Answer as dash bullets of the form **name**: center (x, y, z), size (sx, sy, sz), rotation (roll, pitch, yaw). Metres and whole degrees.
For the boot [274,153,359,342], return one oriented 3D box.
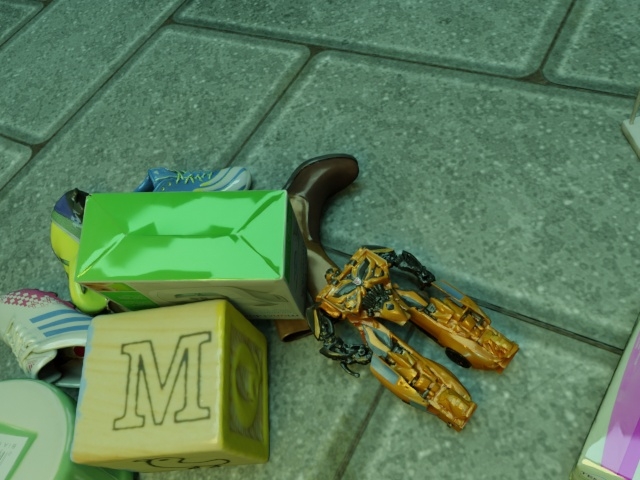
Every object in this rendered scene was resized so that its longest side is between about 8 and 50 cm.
- **boot**: center (0.000, 0.000, 0.940), size (0.264, 0.096, 0.280), rotation (-25, 56, -11)

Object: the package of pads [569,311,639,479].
- **package of pads**: center (0.468, 0.205, 0.658), size (0.229, 0.101, 0.296), rotation (23, 65, 28)

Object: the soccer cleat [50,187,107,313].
- **soccer cleat**: center (-0.456, 0.030, 1.063), size (0.121, 0.093, 0.289), rotation (-41, 54, 24)

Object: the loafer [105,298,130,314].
- **loafer**: center (-0.253, 0.114, 0.925), size (0.251, 0.094, 0.087), rotation (1, 52, 16)

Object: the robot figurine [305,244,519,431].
- **robot figurine**: center (0.120, 0.120, 0.803), size (0.291, 0.085, 0.211), rotation (35, 70, 20)

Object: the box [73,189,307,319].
- **box**: center (-0.160, 0.028, 0.786), size (0.262, 0.231, 0.126), rotation (-1, 69, 4)

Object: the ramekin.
- **ramekin**: center (-0.428, 0.337, 0.753), size (0.304, 0.148, 0.303), rotation (-8, 44, 8)

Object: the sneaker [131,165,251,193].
- **sneaker**: center (-0.250, -0.095, 1.052), size (0.240, 0.126, 0.091), rotation (-30, 54, -6)

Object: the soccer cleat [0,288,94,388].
- **soccer cleat**: center (-0.447, 0.163, 0.905), size (0.332, 0.115, 0.143), rotation (10, 23, 21)

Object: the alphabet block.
- **alphabet block**: center (-0.192, 0.208, 0.773), size (0.197, 0.192, 0.193), rotation (-9, 64, 11)

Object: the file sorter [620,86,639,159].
- **file sorter**: center (0.619, -0.157, 0.828), size (0.193, 0.173, 0.277), rotation (-12, 53, 7)
